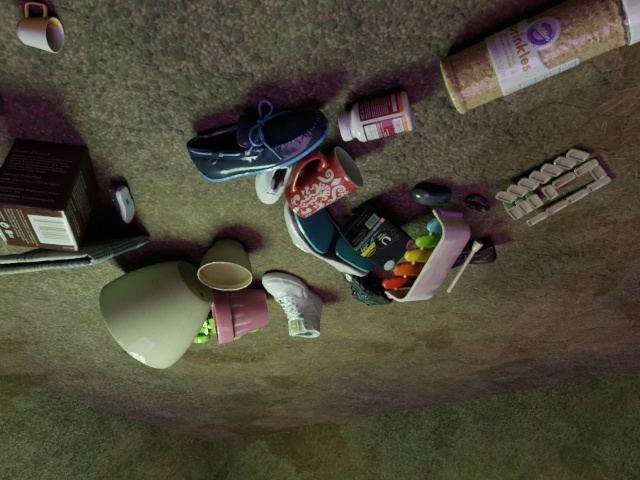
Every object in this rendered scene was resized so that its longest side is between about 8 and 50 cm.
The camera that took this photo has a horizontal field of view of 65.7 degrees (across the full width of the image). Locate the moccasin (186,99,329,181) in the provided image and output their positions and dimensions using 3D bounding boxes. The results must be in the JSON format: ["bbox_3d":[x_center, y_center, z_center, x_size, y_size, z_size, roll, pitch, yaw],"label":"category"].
[{"bbox_3d":[-0.152,-0.218,1.098,0.342,0.137,0.116,-18,137,21],"label":"moccasin"}]

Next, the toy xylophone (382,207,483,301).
[{"bbox_3d":[0.328,0.060,1.421,0.236,0.081,0.322,11,119,-43],"label":"toy xylophone"}]

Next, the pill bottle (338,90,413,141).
[{"bbox_3d":[0.119,-0.265,1.076,0.152,0.086,0.086,-10,144,14],"label":"pill bottle"}]

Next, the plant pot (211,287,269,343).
[{"bbox_3d":[-0.279,0.245,1.715,0.181,0.201,0.201,-8,147,-16],"label":"plant pot"}]

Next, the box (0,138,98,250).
[{"bbox_3d":[-0.655,-0.106,1.187,0.167,0.203,0.168,5,144,-9],"label":"box"}]

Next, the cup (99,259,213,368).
[{"bbox_3d":[-0.483,0.197,1.569,0.237,0.331,0.331,-38,135,8],"label":"cup"}]

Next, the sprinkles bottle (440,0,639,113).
[{"bbox_3d":[0.410,-0.358,0.917,0.356,0.121,0.121,-20,140,25],"label":"sprinkles bottle"}]

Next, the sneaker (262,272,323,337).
[{"bbox_3d":[-0.091,0.234,1.708,0.108,0.169,0.293,-24,137,32],"label":"sneaker"}]

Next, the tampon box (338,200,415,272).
[{"bbox_3d":[0.159,-0.009,1.388,0.161,0.101,0.120,32,104,-37],"label":"tampon box"}]

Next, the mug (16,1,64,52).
[{"bbox_3d":[-0.523,-0.394,0.922,0.064,0.078,0.062,8,177,2],"label":"mug"}]

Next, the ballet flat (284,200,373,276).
[{"bbox_3d":[0.000,0.000,1.429,0.139,0.139,0.400,-24,139,29],"label":"ballet flat"}]

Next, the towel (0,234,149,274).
[{"bbox_3d":[-0.688,0.028,1.367,0.325,0.312,0.056,-7,99,9],"label":"towel"}]

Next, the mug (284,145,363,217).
[{"bbox_3d":[-0.007,-0.149,1.205,0.169,0.113,0.150,-32,113,25],"label":"mug"}]

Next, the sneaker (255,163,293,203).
[{"bbox_3d":[-0.116,-0.145,1.234,0.080,0.094,0.212,9,144,-15],"label":"sneaker"}]

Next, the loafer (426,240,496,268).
[{"bbox_3d":[0.428,0.030,1.515,0.220,0.080,0.078,-7,135,1],"label":"loafer"}]

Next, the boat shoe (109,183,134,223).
[{"bbox_3d":[-0.536,-0.101,1.337,0.040,0.049,0.142,19,143,5],"label":"boat shoe"}]

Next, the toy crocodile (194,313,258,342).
[{"bbox_3d":[-0.391,0.310,1.874,0.341,0.105,0.115,-6,103,9],"label":"toy crocodile"}]

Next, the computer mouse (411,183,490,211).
[{"bbox_3d":[0.357,-0.105,1.344,0.242,0.041,0.071,9,143,-15],"label":"computer mouse"}]

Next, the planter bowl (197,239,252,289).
[{"bbox_3d":[-0.287,0.066,1.516,0.162,0.109,0.162,-1,145,0],"label":"planter bowl"}]

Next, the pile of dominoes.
[{"bbox_3d":[0.606,-0.148,1.311,0.251,0.040,0.196,-35,132,27],"label":"pile of dominoes"}]

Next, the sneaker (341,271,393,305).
[{"bbox_3d":[0.140,0.162,1.667,0.106,0.101,0.267,-22,139,31],"label":"sneaker"}]
